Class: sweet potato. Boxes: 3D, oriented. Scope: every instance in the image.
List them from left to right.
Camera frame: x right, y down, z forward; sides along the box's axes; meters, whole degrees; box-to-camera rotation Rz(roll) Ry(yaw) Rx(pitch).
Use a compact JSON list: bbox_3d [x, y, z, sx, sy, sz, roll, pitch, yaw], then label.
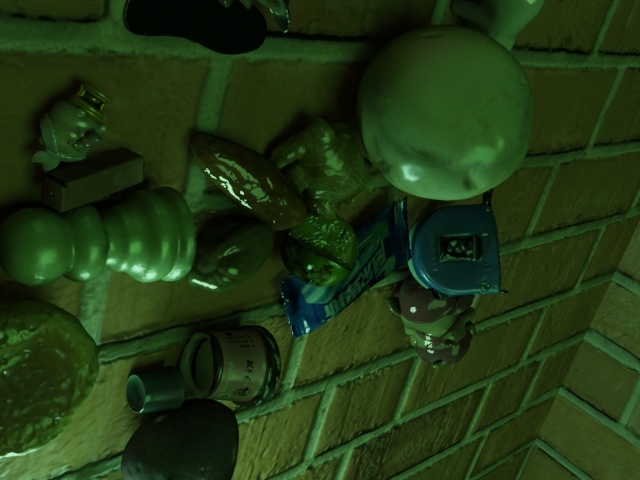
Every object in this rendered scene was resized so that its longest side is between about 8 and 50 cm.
[{"bbox_3d":[-0.118,-0.094,1.282,0.252,0.097,0.097,34,91,-42],"label":"sweet potato"}]

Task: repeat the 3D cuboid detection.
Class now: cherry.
[{"bbox_3d":[-0.252,0.394,1.431,0.266,0.213,0.183,-45,119,-35],"label":"cherry"}]

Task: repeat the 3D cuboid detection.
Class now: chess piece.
[{"bbox_3d":[-0.315,0.000,1.104,0.251,0.144,0.144,-6,123,-41],"label":"chess piece"}]

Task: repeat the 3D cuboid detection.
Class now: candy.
[{"bbox_3d":[0.060,0.057,1.631,0.331,0.077,0.187,-35,138,-21],"label":"candy"}]

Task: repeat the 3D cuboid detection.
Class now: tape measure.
[{"bbox_3d":[0.300,-0.045,1.770,0.216,0.098,0.351,-3,87,-11],"label":"tape measure"}]

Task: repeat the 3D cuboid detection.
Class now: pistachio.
[{"bbox_3d":[-0.147,0.021,1.339,0.185,0.108,0.126,-34,165,-38],"label":"pistachio"}]

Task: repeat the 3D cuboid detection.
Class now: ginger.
[{"bbox_3d":[0.013,-0.123,1.400,0.157,0.102,0.216,-46,134,-3],"label":"ginger"}]

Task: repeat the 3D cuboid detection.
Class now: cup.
[{"bbox_3d":[-0.297,0.268,1.400,0.077,0.078,0.100,-2,150,-43],"label":"cup"}]

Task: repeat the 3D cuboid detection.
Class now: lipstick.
[{"bbox_3d":[-0.307,-0.084,1.088,0.145,0.045,0.045,-32,140,-50],"label":"lipstick"}]

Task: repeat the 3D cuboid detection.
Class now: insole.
[{"bbox_3d":[-0.168,-0.311,1.127,0.253,0.005,0.086,-4,120,-48],"label":"insole"}]

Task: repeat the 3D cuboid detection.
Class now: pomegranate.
[{"bbox_3d":[-0.005,0.009,1.486,0.143,0.169,0.122,11,144,-17],"label":"pomegranate"}]

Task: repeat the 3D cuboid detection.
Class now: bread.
[{"bbox_3d":[-0.435,0.182,1.113,0.245,0.134,0.244,-26,134,-31],"label":"bread"}]

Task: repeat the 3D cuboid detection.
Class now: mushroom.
[{"bbox_3d":[0.238,-0.234,1.414,0.356,0.315,0.315,-27,137,-47],"label":"mushroom"}]

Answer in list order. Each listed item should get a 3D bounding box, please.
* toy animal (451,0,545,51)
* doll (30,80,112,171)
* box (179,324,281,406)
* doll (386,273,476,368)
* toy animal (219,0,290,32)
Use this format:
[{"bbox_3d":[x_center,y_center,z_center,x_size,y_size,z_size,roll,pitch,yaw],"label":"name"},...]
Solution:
[{"bbox_3d":[0.325,-0.415,1.521,0.141,0.138,0.282,-19,155,-29],"label":"toy animal"},{"bbox_3d":[-0.316,-0.137,1.028,0.127,0.084,0.073,-57,154,-2],"label":"doll"},{"bbox_3d":[-0.169,0.225,1.449,0.135,0.151,0.151,11,110,-42],"label":"box"},{"bbox_3d":[0.275,0.174,1.906,0.196,0.152,0.255,-34,126,-15],"label":"doll"},{"bbox_3d":[-0.071,-0.389,1.116,0.179,0.089,0.188,-58,143,-18],"label":"toy animal"}]
